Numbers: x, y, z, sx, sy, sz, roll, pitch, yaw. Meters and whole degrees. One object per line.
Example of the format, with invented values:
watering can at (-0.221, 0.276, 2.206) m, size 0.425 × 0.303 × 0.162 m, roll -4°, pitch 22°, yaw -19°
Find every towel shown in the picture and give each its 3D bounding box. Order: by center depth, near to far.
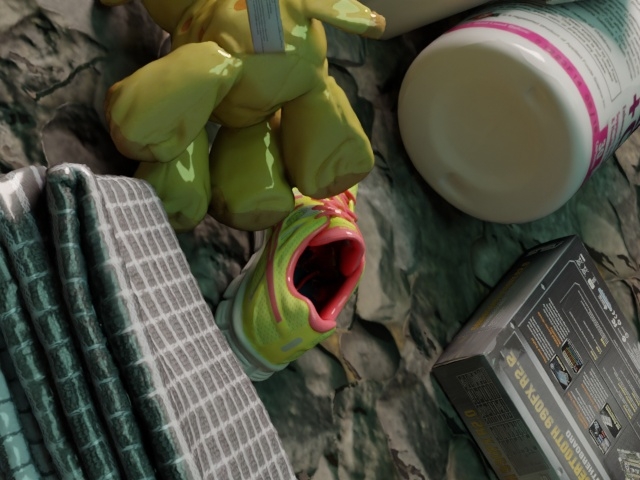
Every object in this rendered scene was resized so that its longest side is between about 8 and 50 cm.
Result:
towel at (-0.109, 0.090, 0.918) m, size 0.235 × 0.121 × 0.284 m, roll -18°, pitch 86°, yaw -79°

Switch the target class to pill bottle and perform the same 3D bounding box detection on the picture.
pill bottle at (0.196, -0.143, 1.361) m, size 0.283 × 0.160 × 0.160 m, roll -41°, pitch 105°, yaw -46°

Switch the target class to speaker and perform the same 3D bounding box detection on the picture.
speaker at (0.093, -0.199, 1.295) m, size 0.055 × 0.136 × 0.055 m, roll 20°, pitch 62°, yaw -45°

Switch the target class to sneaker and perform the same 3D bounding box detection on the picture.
sneaker at (0.000, 0.000, 1.149) m, size 0.081 × 0.094 × 0.208 m, roll 36°, pitch 50°, yaw -29°

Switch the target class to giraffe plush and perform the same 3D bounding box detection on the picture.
giraffe plush at (-0.066, -0.131, 1.094) m, size 0.181 × 0.210 × 0.170 m, roll -5°, pitch 43°, yaw -21°

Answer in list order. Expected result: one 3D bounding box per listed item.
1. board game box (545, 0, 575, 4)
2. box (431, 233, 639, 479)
board game box at (0.192, -0.347, 1.335) m, size 0.303 × 0.097 × 0.224 m, roll -92°, pitch 173°, yaw -62°
box at (0.204, 0.139, 1.335) m, size 0.231 × 0.056 × 0.183 m, roll 57°, pitch 44°, yaw -13°
